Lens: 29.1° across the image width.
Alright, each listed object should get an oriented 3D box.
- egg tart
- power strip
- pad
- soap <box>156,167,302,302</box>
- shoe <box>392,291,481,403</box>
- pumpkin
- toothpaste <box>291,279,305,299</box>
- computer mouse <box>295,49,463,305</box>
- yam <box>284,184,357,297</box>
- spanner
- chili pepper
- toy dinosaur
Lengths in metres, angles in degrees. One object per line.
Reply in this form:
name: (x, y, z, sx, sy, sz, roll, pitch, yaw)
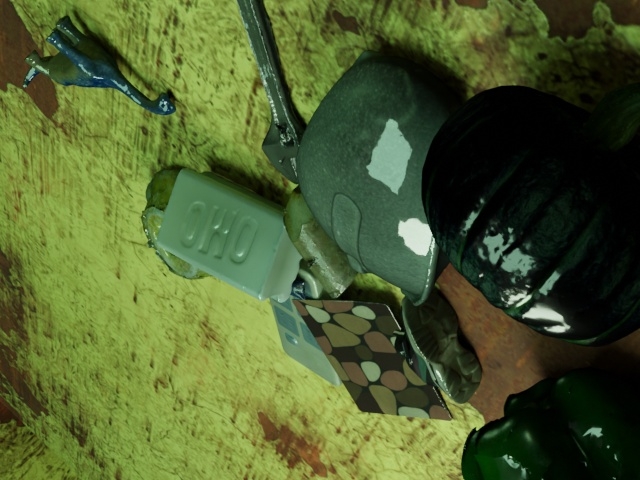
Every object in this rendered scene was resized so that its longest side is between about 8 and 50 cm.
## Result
egg tart: (-0.198, -0.017, 1.790, 0.197, 0.078, 0.197, 33, 146, 27)
power strip: (-0.019, 0.098, 1.727, 0.118, 0.046, 0.270, 27, 147, 33)
pad: (0.071, 0.163, 1.671, 0.158, 0.003, 0.235, 0, 133, 37)
soap: (-0.116, -0.009, 1.635, 0.198, 0.066, 0.119, 25, 102, 33)
shoe: (0.129, 0.129, 1.539, 0.099, 0.071, 0.169, 11, 139, 52)
pumpkin: (0.218, -0.048, 1.056, 0.248, 0.248, 0.248, 34, 150, 23)
toothpaste: (-0.046, 0.059, 1.644, 0.083, 0.019, 0.027, 17, 115, 46)
computer mouse: (0.061, -0.048, 1.350, 0.203, 0.114, 0.374, 35, 151, 20)
yam: (0.000, 0.000, 1.544, 0.069, 0.070, 0.146, -3, 127, 55)
spanner: (-0.060, -0.194, 1.425, 0.093, 0.026, 0.325, 23, 143, 39)
chili pepper: (0.285, 0.275, 1.348, 0.257, 0.233, 0.248, 54, 148, -1)
toy dinosaur: (-0.315, -0.216, 1.709, 0.188, 0.075, 0.247, 46, 147, -16)
